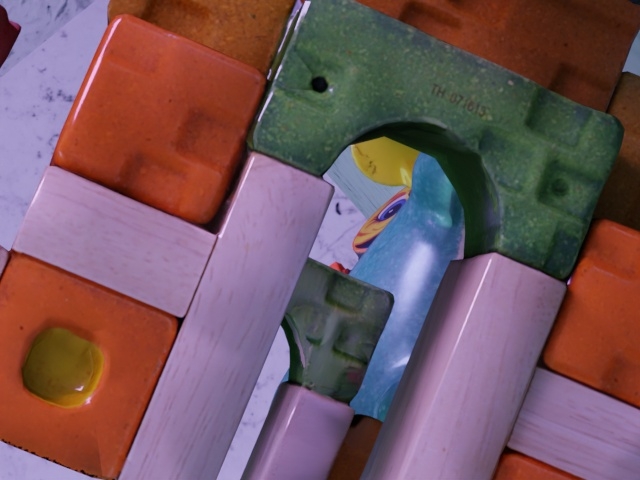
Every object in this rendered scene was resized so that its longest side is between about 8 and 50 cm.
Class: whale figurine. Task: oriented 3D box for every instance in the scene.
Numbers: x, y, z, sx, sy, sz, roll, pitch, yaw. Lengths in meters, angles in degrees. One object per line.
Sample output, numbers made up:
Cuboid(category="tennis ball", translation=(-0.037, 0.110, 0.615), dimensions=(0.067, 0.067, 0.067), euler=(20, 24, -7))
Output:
Cuboid(category="whale figurine", translation=(0.045, 0.057, 0.896), dimensions=(0.216, 0.141, 0.272), euler=(-55, -28, -70))

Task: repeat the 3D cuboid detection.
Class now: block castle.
Cuboid(category="block castle", translation=(0.000, 0.000, 0.634), dimensions=(0.453, 0.213, 0.303), euler=(23, 174, -8))

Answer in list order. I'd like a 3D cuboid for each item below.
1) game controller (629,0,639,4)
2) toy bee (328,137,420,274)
Cuboid(category="game controller", translation=(0.062, -0.124, 0.359), dimensions=(0.319, 0.067, 0.166), euler=(37, 152, 63))
Cuboid(category="toy bee", translation=(0.089, 0.006, 1.097), dimensions=(0.195, 0.162, 0.298), euler=(49, 178, 5))
